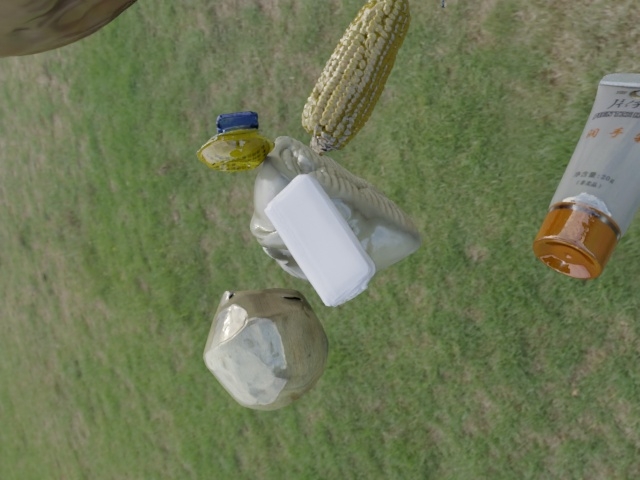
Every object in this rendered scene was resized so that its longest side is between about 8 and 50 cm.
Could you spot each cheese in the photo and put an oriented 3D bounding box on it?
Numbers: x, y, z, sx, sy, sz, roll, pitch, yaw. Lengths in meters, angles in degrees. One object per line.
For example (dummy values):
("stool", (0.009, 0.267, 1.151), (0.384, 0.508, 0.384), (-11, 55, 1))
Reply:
("cheese", (-0.162, -0.189, 1.237), (0.250, 0.156, 0.064), (124, 136, -71))

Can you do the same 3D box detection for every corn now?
("corn", (0.051, -0.245, 0.945), (0.097, 0.097, 0.262), (37, 107, 34))

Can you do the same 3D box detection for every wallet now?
("wallet", (0.000, 0.000, 0.885), (0.095, 0.033, 0.190), (-44, 67, 20))

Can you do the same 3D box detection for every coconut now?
("coconut", (-0.097, 0.176, 1.111), (0.224, 0.224, 0.224), (18, 115, 44))

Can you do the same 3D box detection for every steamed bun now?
("steamed bun", (0.002, -0.037, 1.400), (0.255, 0.367, 0.342), (-55, 26, 14))

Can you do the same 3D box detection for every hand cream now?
("hand cream", (0.377, -0.097, 0.803), (0.139, 0.314, 0.089), (13, 151, 40))

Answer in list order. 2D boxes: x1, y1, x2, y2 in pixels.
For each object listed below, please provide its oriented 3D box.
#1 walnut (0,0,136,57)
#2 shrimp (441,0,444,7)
("walnut", (-0.195, -0.233, 0.367), (0.273, 0.227, 0.273), (-5, 83, 48))
("shrimp", (0.177, -0.428, 1.059), (0.082, 0.174, 0.076), (3, 88, 59))
